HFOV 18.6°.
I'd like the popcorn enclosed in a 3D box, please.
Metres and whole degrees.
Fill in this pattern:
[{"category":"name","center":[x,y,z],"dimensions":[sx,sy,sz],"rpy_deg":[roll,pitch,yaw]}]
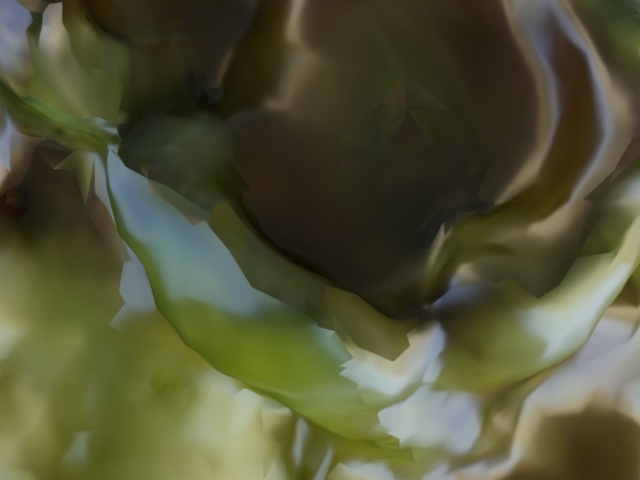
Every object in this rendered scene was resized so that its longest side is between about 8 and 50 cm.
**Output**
[{"category":"popcorn","center":[0.000,0.000,0.496],"dimensions":[0.270,0.258,0.224],"rpy_deg":[24,-151,-33]}]
